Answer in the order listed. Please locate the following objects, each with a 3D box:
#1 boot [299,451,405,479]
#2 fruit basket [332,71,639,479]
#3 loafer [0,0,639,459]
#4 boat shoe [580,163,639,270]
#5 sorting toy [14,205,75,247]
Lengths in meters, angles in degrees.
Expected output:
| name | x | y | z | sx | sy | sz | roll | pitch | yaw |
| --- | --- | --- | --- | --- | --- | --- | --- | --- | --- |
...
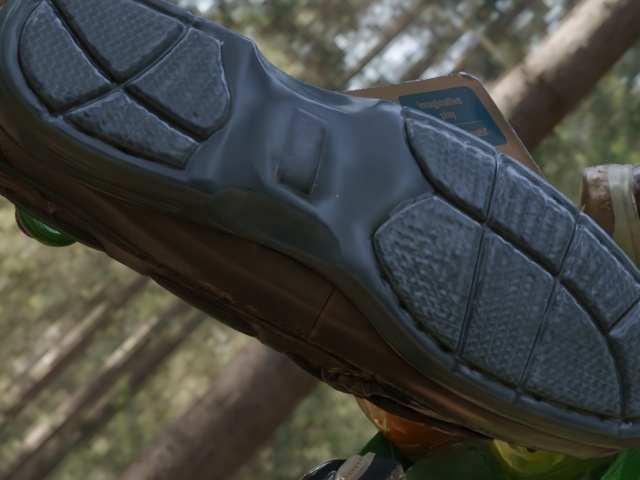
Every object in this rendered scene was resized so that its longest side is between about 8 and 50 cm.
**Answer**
| name | x | y | z | sx | sy | sz | roll | pitch | yaw |
| --- | --- | --- | --- | --- | --- | --- | --- | --- | --- |
| boot | -0.056 | 0.142 | 0.661 | 0.137 | 0.077 | 0.198 | 23 | -69 | 17 |
| fruit basket | 0.077 | 0.059 | 1.167 | 0.353 | 0.165 | 0.327 | 49 | -24 | -23 |
| loafer | 0.000 | 0.000 | 0.689 | 0.267 | 0.096 | 0.084 | 29 | -35 | -10 |
| boat shoe | 0.270 | 0.069 | 1.317 | 0.123 | 0.123 | 0.342 | -15 | -49 | 13 |
| sorting toy | -0.183 | -0.038 | 1.204 | 0.042 | 0.061 | 0.102 | -28 | -87 | 42 |
